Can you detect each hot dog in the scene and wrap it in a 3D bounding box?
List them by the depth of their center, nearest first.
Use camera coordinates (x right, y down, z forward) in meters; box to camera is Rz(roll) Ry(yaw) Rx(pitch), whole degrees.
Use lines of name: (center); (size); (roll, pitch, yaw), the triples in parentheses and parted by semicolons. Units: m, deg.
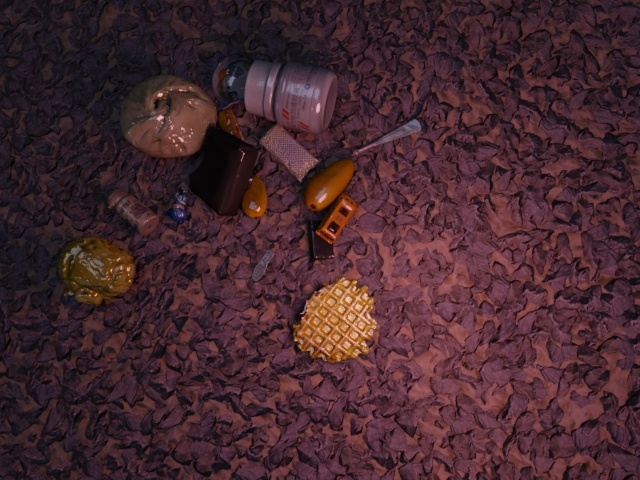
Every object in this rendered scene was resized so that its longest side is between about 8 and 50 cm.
hot dog: (-0.337, -0.383, 1.959); (0.083, 0.068, 0.289); (-22, 80, 9)

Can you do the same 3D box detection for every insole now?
insole: (-0.219, 0.094, 1.898); (0.045, 0.002, 0.135); (30, 84, 9)

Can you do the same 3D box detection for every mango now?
mango: (0.030, -0.215, 1.864); (0.253, 0.138, 0.113); (-48, 120, -15)
mango: (-0.252, -0.166, 1.918); (0.101, 0.066, 0.187); (-1, 73, 5)

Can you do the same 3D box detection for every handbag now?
handbag: (-0.373, -0.264, 1.881); (0.257, 0.113, 0.285); (35, 112, 28)

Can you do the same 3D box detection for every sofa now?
sofa: (0.000, 0.000, 1.869); (0.085, 0.060, 0.147); (-2, 80, -19)

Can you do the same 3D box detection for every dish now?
dish: (-0.334, -0.622, 1.983); (0.228, 0.086, 0.236); (-14, 77, 21)

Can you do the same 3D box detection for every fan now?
fan: (0.257, -0.387, 1.921); (0.282, 0.023, 0.057); (-26, 88, 1)

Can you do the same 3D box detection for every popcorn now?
popcorn: (-0.829, 0.107, 1.851); (0.270, 0.224, 0.258); (-19, 86, -4)

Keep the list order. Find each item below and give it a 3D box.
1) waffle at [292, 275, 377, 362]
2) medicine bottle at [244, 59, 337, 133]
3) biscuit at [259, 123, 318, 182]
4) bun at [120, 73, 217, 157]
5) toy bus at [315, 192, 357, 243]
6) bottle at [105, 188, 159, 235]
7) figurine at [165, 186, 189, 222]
waffle: (0.053, 0.284, 1.810); (0.307, 0.060, 0.312); (3, 81, 4)
medicine bottle: (-0.108, -0.544, 1.871); (0.306, 0.245, 0.245); (15, 82, 9)
biscuit: (-0.122, -0.338, 1.932); (0.108, 0.062, 0.239); (-45, 78, -1)
bun: (-0.580, -0.486, 1.909); (0.362, 0.234, 0.326); (-14, 74, -13)
toy bus: (0.068, -0.088, 1.830); (0.083, 0.088, 0.194); (36, 69, -8)
bottle: (-0.736, -0.113, 1.934); (0.209, 0.097, 0.110); (37, 48, 11)
figurine: (-0.540, -0.135, 1.945); (0.079, 0.077, 0.136); (32, 66, -24)
